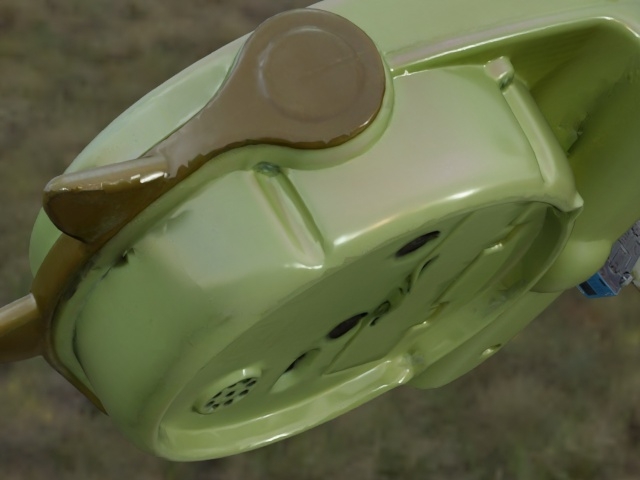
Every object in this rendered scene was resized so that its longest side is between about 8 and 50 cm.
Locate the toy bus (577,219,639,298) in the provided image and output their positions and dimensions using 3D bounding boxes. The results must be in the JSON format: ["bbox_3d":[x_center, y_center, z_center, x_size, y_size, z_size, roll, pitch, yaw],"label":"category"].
[{"bbox_3d":[0.250,0.010,1.573,0.046,0.038,0.083,-17,30,50],"label":"toy bus"}]

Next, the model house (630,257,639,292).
[{"bbox_3d":[0.578,-0.037,2.004,0.342,0.382,0.334,19,11,-16],"label":"model house"}]

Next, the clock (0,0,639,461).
[{"bbox_3d":[0.000,0.000,0.878,0.348,0.117,0.286,-14,-24,-38],"label":"clock"}]
